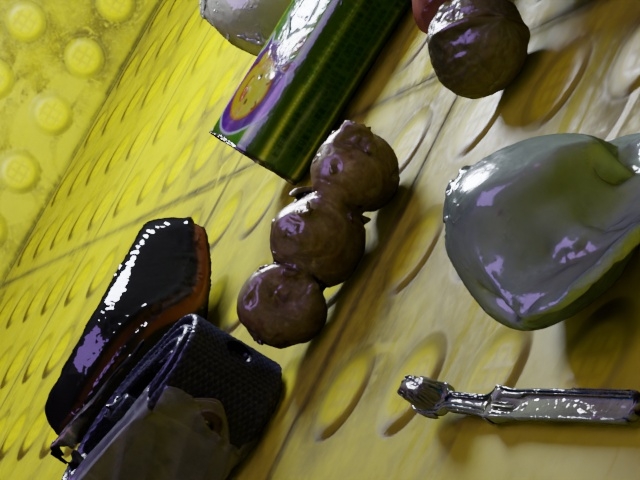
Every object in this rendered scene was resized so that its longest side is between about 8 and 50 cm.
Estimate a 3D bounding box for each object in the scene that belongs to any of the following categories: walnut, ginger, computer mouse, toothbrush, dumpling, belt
[{"bbox_3d":[0.125,-0.156,1.495,0.092,0.092,0.092,-52,16,22],"label":"walnut"},{"bbox_3d":[0.000,0.000,1.594,0.204,0.080,0.104,-60,-17,-9],"label":"ginger"},{"bbox_3d":[-0.183,0.097,1.918,0.183,0.116,0.323,-53,8,29],"label":"computer mouse"},{"bbox_3d":[0.117,0.098,1.131,0.026,0.028,0.294,-63,21,-13],"label":"toothbrush"},{"bbox_3d":[0.137,-0.023,1.141,0.153,0.108,0.219,-55,18,14],"label":"dumpling"},{"bbox_3d":[-0.141,0.163,1.632,0.230,0.126,0.139,-48,16,31],"label":"belt"},{"bbox_3d":[-0.045,-0.295,2.219,0.247,0.142,0.172,33,91,45],"label":"dumpling"}]

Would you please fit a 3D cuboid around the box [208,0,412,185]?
[{"bbox_3d":[0.018,-0.230,1.936,0.345,0.097,0.134,-57,24,1],"label":"box"}]

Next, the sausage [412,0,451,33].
[{"bbox_3d":[0.121,-0.252,1.712,0.077,0.077,0.194,-48,19,35],"label":"sausage"}]
